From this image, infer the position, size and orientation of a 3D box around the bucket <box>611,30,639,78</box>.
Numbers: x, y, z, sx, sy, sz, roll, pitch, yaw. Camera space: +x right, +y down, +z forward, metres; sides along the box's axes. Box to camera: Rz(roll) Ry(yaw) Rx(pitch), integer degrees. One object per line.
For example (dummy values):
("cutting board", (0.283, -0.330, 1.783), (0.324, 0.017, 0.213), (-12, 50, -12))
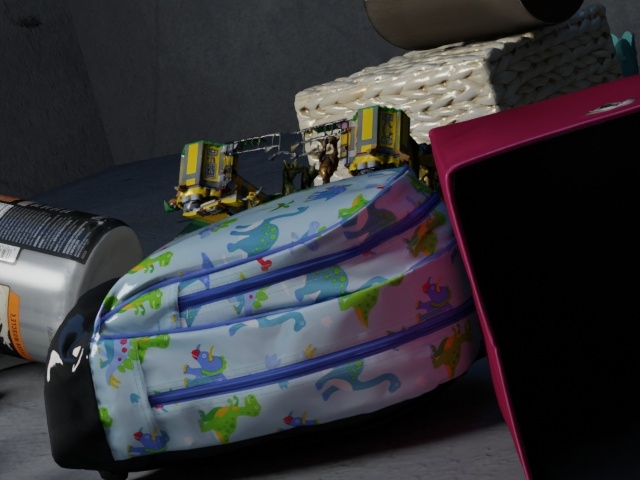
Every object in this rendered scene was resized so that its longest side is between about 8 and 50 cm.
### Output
("bucket", (0.382, -0.209, 2.349), (0.281, 0.183, 0.281), (-15, 10, 3))

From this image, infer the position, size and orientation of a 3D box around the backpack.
("backpack", (-0.028, 0.072, 1.316), (0.356, 0.273, 0.290), (1, 8, 18))

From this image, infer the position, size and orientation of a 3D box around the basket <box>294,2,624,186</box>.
("basket", (0.195, -0.119, 1.899), (0.331, 0.266, 0.328), (-8, 13, 42))

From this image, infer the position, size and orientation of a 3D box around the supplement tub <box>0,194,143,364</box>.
("supplement tub", (-0.394, 0.041, 1.837), (0.316, 0.193, 0.193), (11, 19, 19))

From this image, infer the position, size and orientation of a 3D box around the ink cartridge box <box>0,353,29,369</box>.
("ink cartridge box", (-0.431, 0.093, 2.084), (0.197, 0.114, 0.273), (-15, 11, 5))

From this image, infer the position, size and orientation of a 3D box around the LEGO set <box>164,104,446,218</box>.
("LEGO set", (0.000, 0.000, 1.641), (0.331, 0.192, 0.255), (-6, -24, 20))

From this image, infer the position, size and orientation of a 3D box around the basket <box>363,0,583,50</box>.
("basket", (0.196, -0.313, 1.783), (0.204, 0.154, 0.227), (-26, 17, -31))

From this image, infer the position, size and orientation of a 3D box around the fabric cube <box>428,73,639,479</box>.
("fabric cube", (0.235, 0.015, 1.098), (0.254, 0.259, 0.258), (-15, 9, 5))

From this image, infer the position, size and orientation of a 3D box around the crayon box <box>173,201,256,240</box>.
("crayon box", (-0.063, -0.016, 2.231), (0.278, 0.081, 0.165), (-13, 10, 11))
